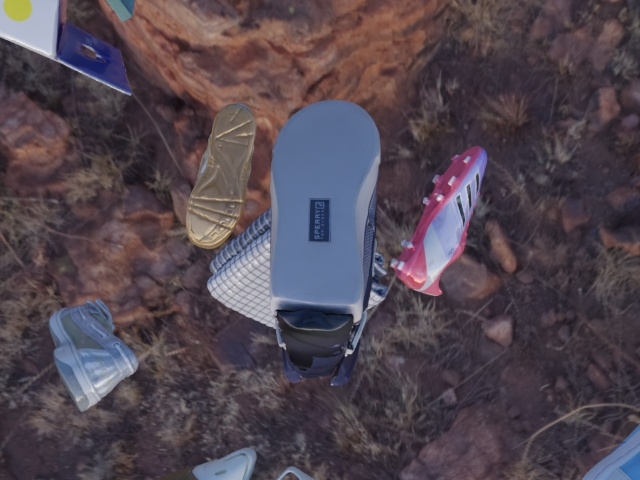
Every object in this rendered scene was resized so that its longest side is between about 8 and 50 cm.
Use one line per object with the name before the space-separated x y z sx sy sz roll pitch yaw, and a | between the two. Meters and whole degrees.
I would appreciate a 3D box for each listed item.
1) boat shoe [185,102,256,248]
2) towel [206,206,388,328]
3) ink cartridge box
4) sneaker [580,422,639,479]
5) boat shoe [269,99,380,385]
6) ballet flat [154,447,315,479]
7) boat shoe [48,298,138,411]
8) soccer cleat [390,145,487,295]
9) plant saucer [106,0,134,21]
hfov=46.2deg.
boat shoe | -0.106 -0.073 0.839 0.063 0.059 0.170 19 110 -5
towel | -0.041 0.061 1.435 0.235 0.284 0.121 -38 37 37
ink cartridge box | -0.324 -0.257 0.723 0.307 0.303 0.072 19 104 -23
sneaker | 0.372 0.243 0.694 0.319 0.208 0.127 -43 99 -23
boat shoe | 0.000 0.000 0.849 0.127 0.158 0.340 6 49 4
ballet flat | -0.078 0.363 1.032 0.342 0.116 0.124 19 92 12
boat shoe | -0.342 0.160 1.138 0.103 0.320 0.118 -26 103 -14
soccer cleat | 0.206 -0.031 1.194 0.095 0.083 0.248 30 90 -15
plant saucer | -0.270 -0.347 0.954 0.018 0.192 0.067 6 84 4
